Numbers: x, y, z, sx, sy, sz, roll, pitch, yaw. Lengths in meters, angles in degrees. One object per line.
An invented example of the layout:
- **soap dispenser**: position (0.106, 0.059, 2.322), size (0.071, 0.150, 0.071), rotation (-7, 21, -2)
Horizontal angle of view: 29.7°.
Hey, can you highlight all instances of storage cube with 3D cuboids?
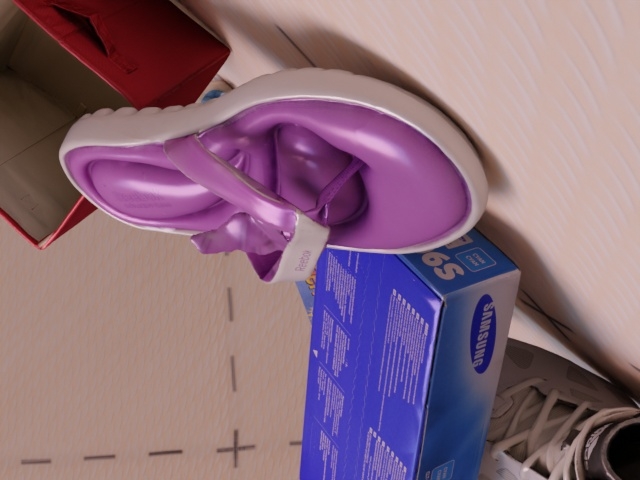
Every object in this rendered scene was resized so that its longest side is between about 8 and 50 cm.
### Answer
- **storage cube**: position (-0.230, -0.144, 1.110), size (0.184, 0.215, 0.193), rotation (41, -149, 0)

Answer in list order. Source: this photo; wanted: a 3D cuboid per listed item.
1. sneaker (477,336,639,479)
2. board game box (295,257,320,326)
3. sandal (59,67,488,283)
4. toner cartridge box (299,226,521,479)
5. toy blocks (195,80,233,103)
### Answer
- **sneaker**: position (0.219, 0.155, 0.984), size (0.447, 0.169, 0.257), rotation (30, 162, 33)
- **board game box**: position (0.000, 0.000, 1.074), size (0.201, 0.035, 0.136), rotation (71, -166, -46)
- **sandal**: position (-0.053, -0.022, 0.857), size (0.416, 0.102, 0.169), rotation (-1, 144, 49)
- **toner cartridge box**: position (0.062, 0.125, 1.002), size (0.165, 0.075, 0.348), rotation (45, 142, 41)
- **toy blocks**: position (-0.133, -0.126, 1.422), size (0.054, 0.123, 0.148), rotation (11, -177, -11)
